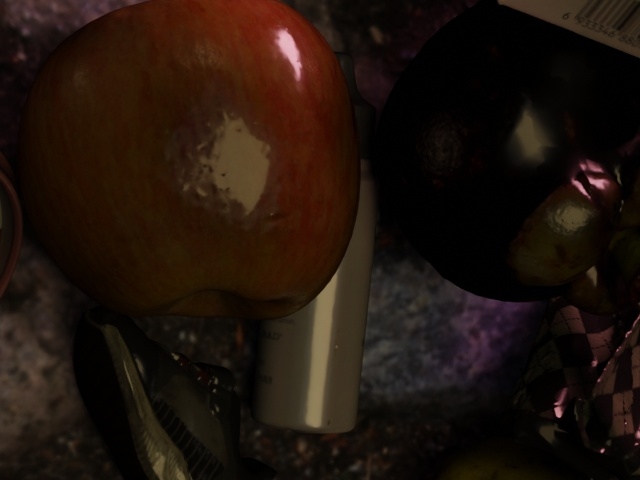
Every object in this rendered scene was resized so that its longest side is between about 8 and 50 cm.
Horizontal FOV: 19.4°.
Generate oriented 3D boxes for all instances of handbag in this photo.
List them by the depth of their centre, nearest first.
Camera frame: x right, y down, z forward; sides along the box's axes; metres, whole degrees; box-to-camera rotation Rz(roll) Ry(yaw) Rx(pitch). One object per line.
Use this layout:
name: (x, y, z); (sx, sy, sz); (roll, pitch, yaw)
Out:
handbag: (0.328, 0.204, 1.618); (0.416, 0.180, 0.317); (58, 39, -17)

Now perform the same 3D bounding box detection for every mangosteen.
mangosteen: (0.183, -0.054, 1.500); (0.233, 0.287, 0.288); (-24, 109, 22)

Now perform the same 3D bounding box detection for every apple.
apple: (-0.091, -0.051, 1.399); (0.264, 0.264, 0.264); (-3, 96, -24)

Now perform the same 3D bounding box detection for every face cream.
face cream: (0.000, 0.000, 1.543); (0.092, 0.092, 0.311); (3, 95, -25)

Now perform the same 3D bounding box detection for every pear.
pear: (0.167, 0.222, 1.606); (0.141, 0.141, 0.104); (32, 109, -24)

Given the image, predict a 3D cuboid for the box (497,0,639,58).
box: (0.211, -0.288, 1.501); (0.200, 0.343, 0.065); (17, 132, -24)

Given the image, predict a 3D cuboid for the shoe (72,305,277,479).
shoe: (-0.116, 0.141, 1.509); (0.112, 0.099, 0.228); (-30, 110, -26)

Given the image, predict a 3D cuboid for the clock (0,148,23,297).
clock: (-0.323, 0.015, 1.362); (0.244, 0.056, 0.244); (-30, 144, -25)
